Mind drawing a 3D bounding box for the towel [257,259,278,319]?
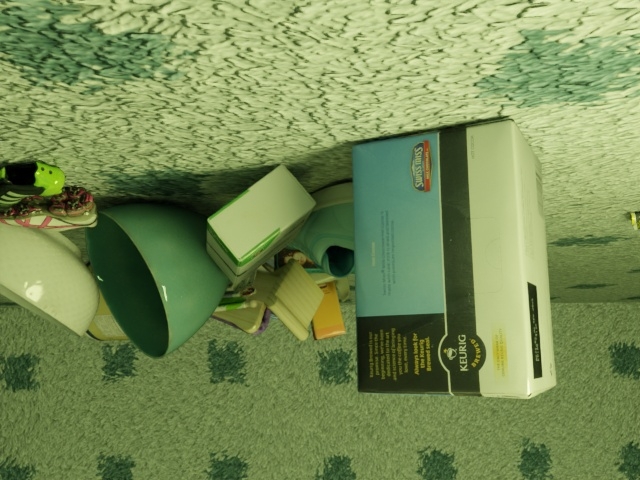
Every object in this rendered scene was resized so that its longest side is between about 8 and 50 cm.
[{"bbox_3d":[-0.140,0.111,1.713,0.209,0.034,0.285,13,-159,-18],"label":"towel"}]

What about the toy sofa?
[{"bbox_3d":[-0.192,0.118,1.472,0.363,0.177,0.150,11,152,35],"label":"toy sofa"}]

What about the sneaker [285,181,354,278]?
[{"bbox_3d":[0.000,0.000,1.272,0.135,0.150,0.366,5,168,-23],"label":"sneaker"}]

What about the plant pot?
[{"bbox_3d":[-0.280,0.049,1.283,0.196,0.290,0.290,-26,-174,-35],"label":"plant pot"}]

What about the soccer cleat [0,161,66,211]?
[{"bbox_3d":[-0.473,-0.086,1.045,0.179,0.060,0.072,-12,156,22],"label":"soccer cleat"}]

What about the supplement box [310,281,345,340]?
[{"bbox_3d":[-0.002,0.130,1.722,0.078,0.233,0.080,-11,173,-8],"label":"supplement box"}]

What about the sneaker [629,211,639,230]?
[{"bbox_3d":[0.672,-0.041,1.435,0.035,0.031,0.083,-8,167,31],"label":"sneaker"}]

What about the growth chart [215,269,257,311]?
[{"bbox_3d":[-0.191,0.053,1.405,0.172,0.237,0.021,-13,138,21],"label":"growth chart"}]

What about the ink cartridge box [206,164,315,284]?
[{"bbox_3d":[-0.104,-0.019,1.121,0.153,0.087,0.208,-39,175,-17],"label":"ink cartridge box"}]

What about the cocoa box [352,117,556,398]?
[{"bbox_3d":[0.189,0.040,0.966,0.228,0.346,0.231,-6,169,26],"label":"cocoa box"}]

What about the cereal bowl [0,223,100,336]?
[{"bbox_3d":[-0.557,0.039,1.290,0.339,0.141,0.339,27,161,10],"label":"cereal bowl"}]

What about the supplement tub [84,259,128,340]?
[{"bbox_3d":[-0.473,0.147,1.808,0.317,0.228,0.228,-5,169,21],"label":"supplement tub"}]

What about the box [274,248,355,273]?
[{"bbox_3d":[0.020,0.020,1.520,0.245,0.100,0.060,0,168,-10],"label":"box"}]

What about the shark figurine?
[{"bbox_3d":[-0.027,0.058,1.641,0.279,0.166,0.116,-6,-156,3],"label":"shark figurine"}]

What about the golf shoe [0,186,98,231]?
[{"bbox_3d":[-0.474,-0.042,1.163,0.186,0.067,0.086,1,142,-2],"label":"golf shoe"}]
